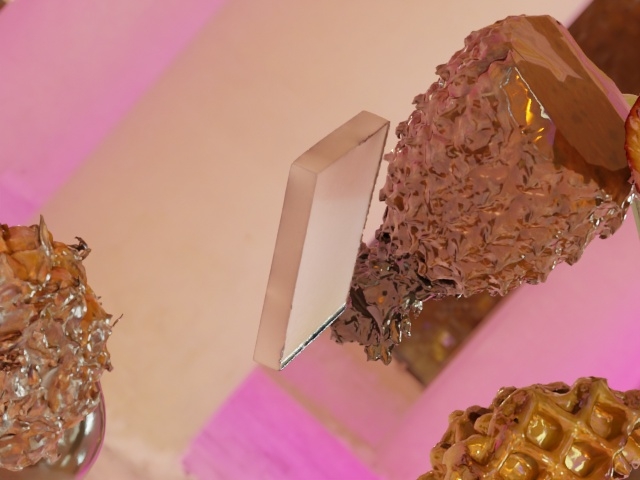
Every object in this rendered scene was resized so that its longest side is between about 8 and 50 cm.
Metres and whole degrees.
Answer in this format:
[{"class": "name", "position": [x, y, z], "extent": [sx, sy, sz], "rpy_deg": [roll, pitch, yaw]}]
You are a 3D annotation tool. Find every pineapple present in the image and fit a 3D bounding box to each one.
[{"class": "pineapple", "position": [-0.224, 0.084, 1.148], "extent": [0.076, 0.225, 0.225], "rpy_deg": [28, -7, 39]}, {"class": "pineapple", "position": [0.114, -0.020, 1.396], "extent": [0.202, 0.362, 0.202], "rpy_deg": [25, 41, -23]}]

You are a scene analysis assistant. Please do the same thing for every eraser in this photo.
[{"class": "eraser", "position": [0.000, 0.000, 1.064], "extent": [0.023, 0.150, 0.104], "rpy_deg": [23, 32, 19]}]

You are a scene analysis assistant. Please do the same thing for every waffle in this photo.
[{"class": "waffle", "position": [0.221, 0.289, 1.555], "extent": [0.261, 0.324, 0.151], "rpy_deg": [-1, -15, -22]}]

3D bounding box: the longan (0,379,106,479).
[{"class": "longan", "position": [-0.286, 0.155, 1.447], "extent": [0.196, 0.220, 0.197], "rpy_deg": [15, 38, -12]}]

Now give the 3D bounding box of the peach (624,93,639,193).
[{"class": "peach", "position": [0.341, -0.032, 1.170], "extent": [0.338, 0.281, 0.281], "rpy_deg": [-6, 41, -47]}]

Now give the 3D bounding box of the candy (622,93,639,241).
[{"class": "candy", "position": [0.352, 0.004, 1.779], "extent": [0.092, 0.093, 0.336], "rpy_deg": [17, 62, -65]}]
